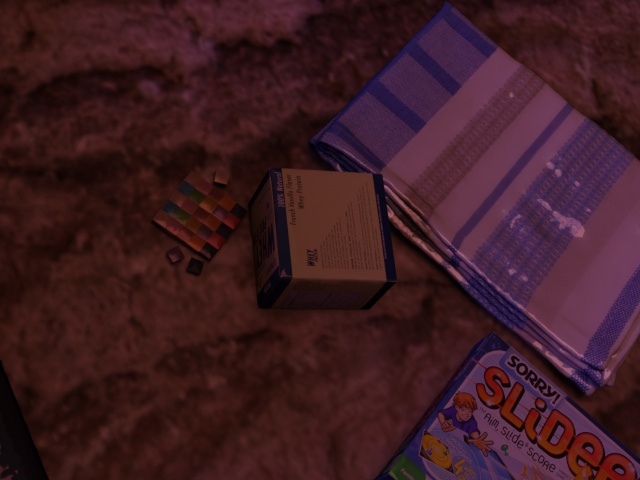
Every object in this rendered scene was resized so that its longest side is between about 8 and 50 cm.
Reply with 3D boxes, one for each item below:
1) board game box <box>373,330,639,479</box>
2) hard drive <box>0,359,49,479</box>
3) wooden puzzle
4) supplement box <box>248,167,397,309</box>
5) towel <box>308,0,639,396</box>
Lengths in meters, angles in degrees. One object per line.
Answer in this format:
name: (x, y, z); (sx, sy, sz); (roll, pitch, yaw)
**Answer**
board game box: (0.151, 0.177, 0.760); (0.201, 0.035, 0.136); (40, 59, 2)
hard drive: (-0.285, 0.131, 0.616); (0.255, 0.054, 0.172); (-19, 73, -26)
wooden puzzle: (-0.084, -0.016, 0.786); (0.049, 0.006, 0.083); (35, 59, 0)
supplement box: (0.000, 0.000, 0.779); (0.083, 0.056, 0.083); (2, 65, -19)
towel: (0.153, -0.043, 0.868); (0.285, 0.034, 0.209); (41, 59, 3)
